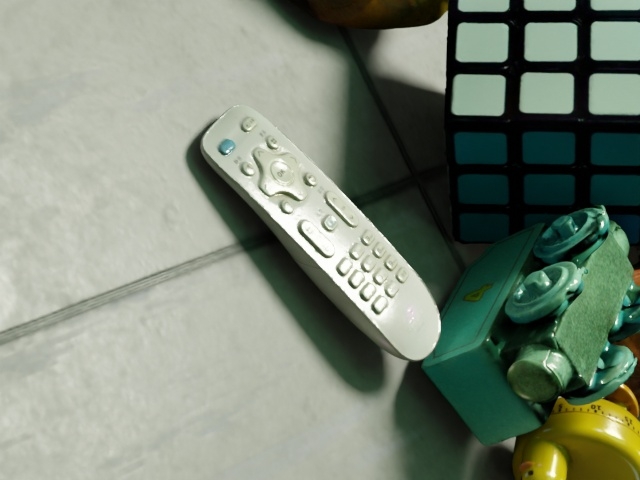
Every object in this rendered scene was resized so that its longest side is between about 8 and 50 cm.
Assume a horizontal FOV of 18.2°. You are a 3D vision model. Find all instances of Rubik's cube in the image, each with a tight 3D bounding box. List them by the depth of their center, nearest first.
[{"bbox_3d":[0.180,-0.104,1.567,0.160,0.162,0.163,80,11,-54],"label":"Rubik's cube"}]

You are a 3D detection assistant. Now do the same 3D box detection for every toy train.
[{"bbox_3d":[0.165,0.060,1.499,0.107,0.154,0.198,53,39,-16],"label":"toy train"}]

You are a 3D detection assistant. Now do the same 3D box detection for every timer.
[{"bbox_3d":[0.195,0.171,1.500,0.107,0.107,0.109,41,40,-24],"label":"timer"}]

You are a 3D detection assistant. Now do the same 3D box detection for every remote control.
[{"bbox_3d":[0.000,0.000,1.442,0.229,0.044,0.073,45,45,-6],"label":"remote control"}]

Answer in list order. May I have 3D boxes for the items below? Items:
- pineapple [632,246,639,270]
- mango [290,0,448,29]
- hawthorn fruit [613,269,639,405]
[{"bbox_3d":[0.290,-0.035,1.750,0.119,0.111,0.237,-50,120,-18],"label":"pineapple"},{"bbox_3d":[0.031,-0.269,1.573,0.236,0.136,0.166,50,33,-25],"label":"mango"},{"bbox_3d":[0.279,0.083,1.652,0.128,0.128,0.128,27,48,-36],"label":"hawthorn fruit"}]
